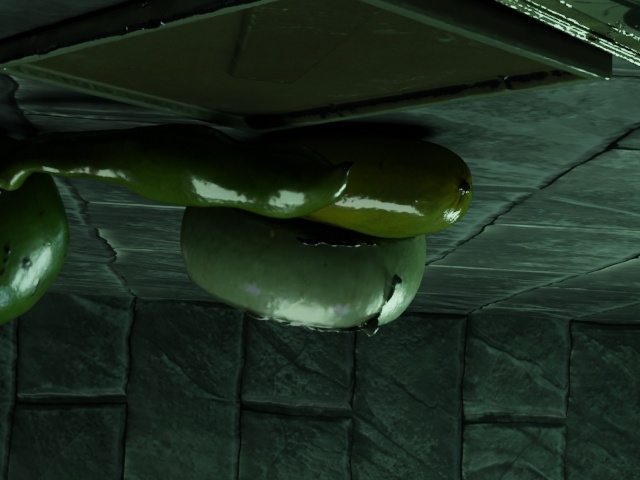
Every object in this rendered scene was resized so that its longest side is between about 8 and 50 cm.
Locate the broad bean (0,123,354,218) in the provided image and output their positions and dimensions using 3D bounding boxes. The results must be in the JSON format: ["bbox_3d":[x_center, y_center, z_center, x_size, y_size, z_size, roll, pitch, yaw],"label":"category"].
[{"bbox_3d":[-0.129,-0.049,1.072,0.318,0.056,0.098,-5,131,15],"label":"broad bean"}]

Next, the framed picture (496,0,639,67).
[{"bbox_3d":[0.188,-0.129,0.719,0.173,0.010,0.231,-4,171,42],"label":"framed picture"}]

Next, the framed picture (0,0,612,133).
[{"bbox_3d":[-0.024,-0.114,0.878,0.247,0.022,0.335,10,170,-42],"label":"framed picture"}]

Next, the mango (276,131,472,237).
[{"bbox_3d":[0.032,-0.046,1.154,0.191,0.085,0.122,2,179,3],"label":"mango"}]

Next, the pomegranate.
[{"bbox_3d":[-0.313,-0.027,1.188,0.187,0.187,0.225,2,145,2],"label":"pomegranate"}]

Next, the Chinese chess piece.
[{"bbox_3d":[-0.017,0.006,1.267,0.238,0.092,0.238,12,-165,-3],"label":"Chinese chess piece"}]
